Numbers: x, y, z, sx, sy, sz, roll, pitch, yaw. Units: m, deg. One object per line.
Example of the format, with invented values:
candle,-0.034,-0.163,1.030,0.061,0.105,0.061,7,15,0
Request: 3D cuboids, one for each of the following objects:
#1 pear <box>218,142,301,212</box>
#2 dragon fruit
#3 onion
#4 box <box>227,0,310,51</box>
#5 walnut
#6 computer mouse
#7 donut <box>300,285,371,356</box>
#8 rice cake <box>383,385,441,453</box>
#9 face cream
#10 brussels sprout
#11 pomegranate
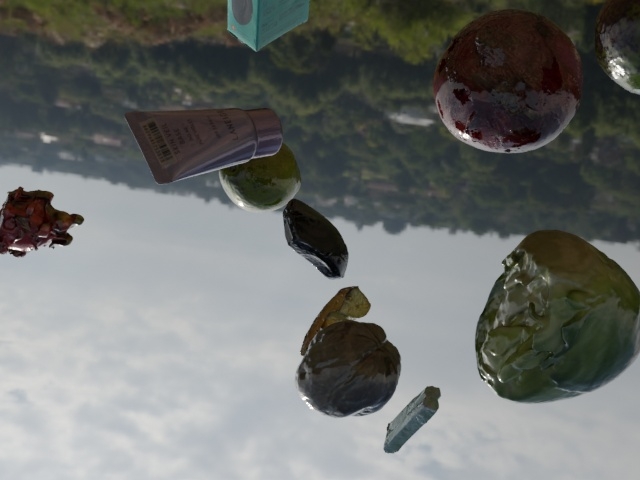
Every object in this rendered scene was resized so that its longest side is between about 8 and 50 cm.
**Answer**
pear,-0.164,-0.179,2.377,0.212,0.213,0.269,10,180,36
dragon fruit,-0.550,-0.035,1.701,0.207,0.133,0.150,-1,170,17
onion,0.344,-0.293,1.627,0.276,0.276,0.276,7,-177,0
box,-0.124,-0.653,2.196,0.118,0.311,0.205,36,-123,21
walnut,0.057,0.272,1.842,0.224,0.224,0.224,7,-177,0
computer mouse,0.000,0.000,1.822,0.073,0.122,0.217,-32,134,20
donut,0.040,0.240,2.614,0.101,0.259,0.152,35,-179,-13
rice cake,0.211,0.415,2.054,0.040,0.226,0.085,27,-135,-6
face cream,-0.201,-0.181,1.580,0.273,0.154,0.096,-14,159,-37
brussels sprout,0.454,0.145,1.691,0.314,0.371,0.276,-8,-134,-13
pomegranate,0.523,-0.346,1.359,0.214,0.248,0.214,0,155,0
